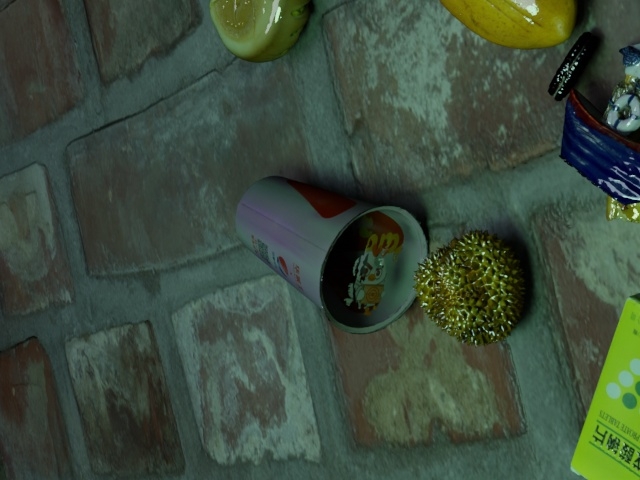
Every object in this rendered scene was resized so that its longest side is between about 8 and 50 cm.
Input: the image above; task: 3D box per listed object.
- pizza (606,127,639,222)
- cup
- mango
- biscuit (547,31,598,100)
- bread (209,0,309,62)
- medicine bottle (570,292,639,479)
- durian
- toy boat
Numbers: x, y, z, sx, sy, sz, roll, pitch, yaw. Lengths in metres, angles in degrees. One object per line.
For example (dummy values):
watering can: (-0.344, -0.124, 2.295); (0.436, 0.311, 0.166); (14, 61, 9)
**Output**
pizza: (0.397, -0.078, 1.330); (0.099, 0.036, 0.160); (43, 127, 35)
cup: (0.000, 0.000, 1.696); (0.288, 0.203, 0.203); (27, 117, 49)
mango: (0.228, -0.334, 1.409); (0.252, 0.126, 0.154); (47, 118, 24)
biscuit: (0.313, -0.216, 1.385); (0.027, 0.087, 0.089); (32, 84, 8)
bread: (-0.091, -0.392, 1.770); (0.213, 0.105, 0.213); (6, 98, 47)
medicine bottle: (0.409, 0.187, 1.291); (0.137, 0.141, 0.250); (32, 120, 38)
durian: (0.204, 0.066, 1.511); (0.158, 0.137, 0.168); (7, 117, 67)
toy boat: (0.404, -0.165, 1.255); (0.318, 0.072, 0.219); (-40, 48, 33)
